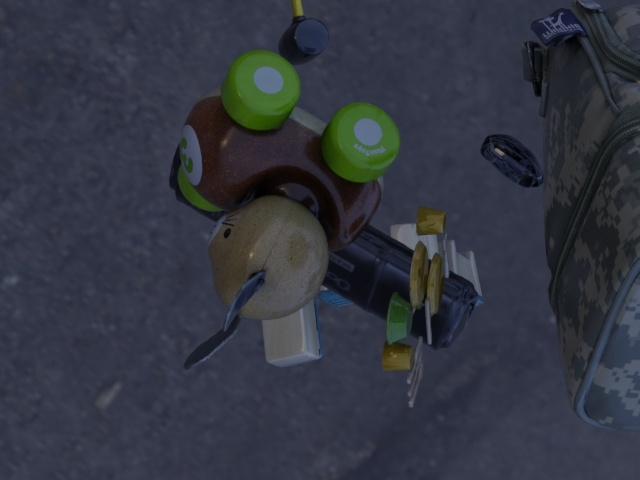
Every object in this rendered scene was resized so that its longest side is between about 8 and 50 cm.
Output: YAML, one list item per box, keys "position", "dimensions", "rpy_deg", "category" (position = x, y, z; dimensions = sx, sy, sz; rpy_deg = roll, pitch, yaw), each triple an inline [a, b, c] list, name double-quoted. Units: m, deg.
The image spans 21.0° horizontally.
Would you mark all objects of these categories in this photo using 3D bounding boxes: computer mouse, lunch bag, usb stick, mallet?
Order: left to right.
- position: [-0.025, -0.264, 1.660]
  dimensions: [0.039, 0.062, 0.190]
  rpy_deg: [-8, 95, -18]
  category: "mallet"
- position: [0.000, 0.000, 1.420]
  dimensions: [0.045, 0.278, 0.077]
  rpy_deg: [-51, 166, -40]
  category: "usb stick"
- position: [0.268, -0.039, 1.822]
  dimensions: [0.242, 0.071, 0.041]
  rpy_deg: [28, 62, -15]
  category: "computer mouse"
- position: [0.282, -0.031, 1.047]
  dimensions: [0.305, 0.256, 0.213]
  rpy_deg: [2, 138, -4]
  category: "lunch bag"

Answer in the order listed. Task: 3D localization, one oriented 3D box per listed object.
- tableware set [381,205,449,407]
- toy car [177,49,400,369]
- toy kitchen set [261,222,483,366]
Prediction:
- position: [0.067, 0.036, 1.248]
  dimensions: [0.154, 0.024, 0.104]
  rpy_deg: [-70, 160, -45]
  category: "tableware set"
- position: [-0.049, -0.003, 1.185]
  dimensions: [0.188, 0.149, 0.155]
  rpy_deg: [-66, -174, -31]
  category: "toy car"
- position: [0.060, 0.074, 1.955]
  dimensions: [0.166, 0.207, 0.122]
  rpy_deg: [27, 53, -60]
  category: "toy kitchen set"
